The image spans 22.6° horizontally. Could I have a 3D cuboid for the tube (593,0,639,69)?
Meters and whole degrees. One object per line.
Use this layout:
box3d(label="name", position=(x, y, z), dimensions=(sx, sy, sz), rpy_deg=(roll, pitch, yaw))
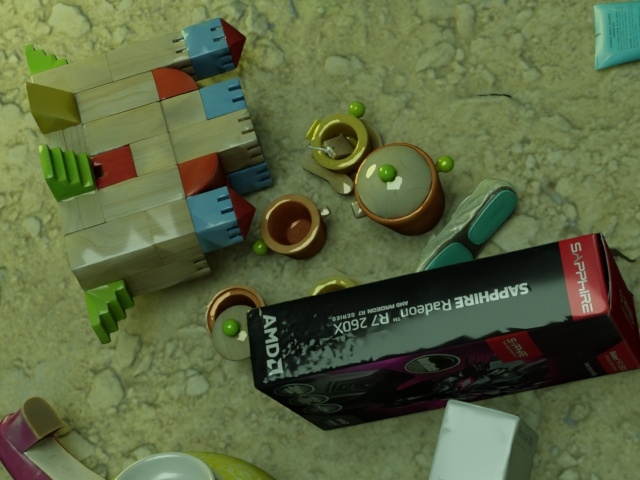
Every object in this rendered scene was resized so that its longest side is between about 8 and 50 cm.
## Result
box3d(label="tube", position=(0.405, -0.243, 1.782), dimensions=(0.207, 0.052, 0.080), rpy_deg=(-7, 66, 22))

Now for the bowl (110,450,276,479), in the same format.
box3d(label="bowl", position=(-0.148, 0.313, 1.659), dimensions=(0.290, 0.156, 0.289), rpy_deg=(-7, 39, 6))

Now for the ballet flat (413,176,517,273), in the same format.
box3d(label="ballet flat", position=(0.155, -0.002, 1.793), dimensions=(0.168, 0.057, 0.052), rpy_deg=(-46, 37, -4))

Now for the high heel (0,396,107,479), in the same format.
box3d(label="high heel", position=(-0.301, 0.304, 1.848), dimensions=(0.244, 0.082, 0.117), rpy_deg=(54, 138, 8))

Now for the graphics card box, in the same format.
box3d(label="graphics card box", position=(0.134, 0.102, 1.659), dimensions=(0.371, 0.233, 0.094), rpy_deg=(-12, 70, 14))

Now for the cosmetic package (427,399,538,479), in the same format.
box3d(label="cosmetic package", position=(0.154, 0.292, 1.654), dimensions=(0.086, 0.117, 0.231), rpy_deg=(12, 78, 21))

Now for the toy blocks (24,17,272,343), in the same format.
box3d(label="toy blocks", position=(-0.181, -0.097, 1.880), dimensions=(0.261, 0.190, 0.381), rpy_deg=(-17, 58, -1))

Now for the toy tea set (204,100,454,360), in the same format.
box3d(label="toy tea set", position=(0.000, 0.000, 1.797), dimensions=(0.200, 0.124, 0.336), rpy_deg=(28, 83, 25))
